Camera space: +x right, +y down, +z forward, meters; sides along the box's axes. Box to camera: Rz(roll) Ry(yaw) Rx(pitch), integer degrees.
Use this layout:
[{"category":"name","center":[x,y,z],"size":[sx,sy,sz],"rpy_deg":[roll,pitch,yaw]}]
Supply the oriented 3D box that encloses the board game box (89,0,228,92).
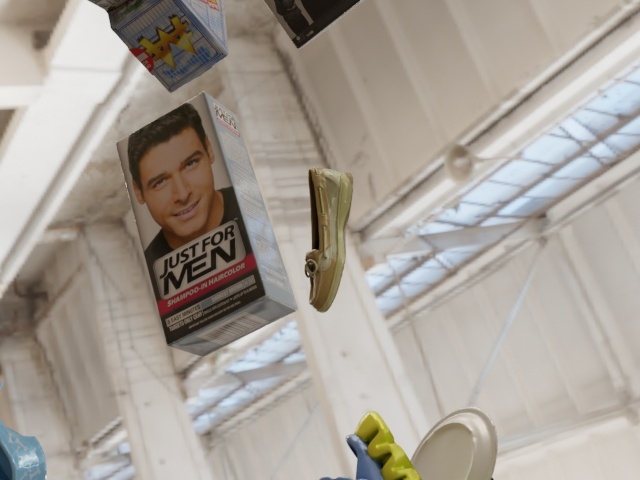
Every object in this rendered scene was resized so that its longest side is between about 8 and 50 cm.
[{"category":"board game box","center":[-0.138,-0.214,0.706],"size":[0.060,0.194,0.194],"rpy_deg":[-29,-116,25]}]

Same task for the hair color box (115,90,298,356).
[{"category":"hair color box","center":[-0.187,-0.027,1.579],"size":[0.185,0.113,0.375],"rpy_deg":[-27,-116,17]}]

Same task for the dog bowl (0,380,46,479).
[{"category":"dog bowl","center":[-0.617,0.358,1.777],"size":[0.166,0.074,0.297],"rpy_deg":[-39,-100,14]}]

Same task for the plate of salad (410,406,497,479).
[{"category":"plate of salad","center":[0.180,0.324,1.361],"size":[0.200,0.048,0.200],"rpy_deg":[-48,-157,28]}]

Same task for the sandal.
[{"category":"sandal","center":[0.095,0.370,1.228],"size":[0.317,0.138,0.126],"rpy_deg":[53,-8,41]}]

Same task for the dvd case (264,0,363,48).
[{"category":"dvd case","center":[-0.031,-0.414,1.369],"size":[0.179,0.029,0.239],"rpy_deg":[-33,-86,27]}]

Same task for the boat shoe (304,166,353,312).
[{"category":"boat shoe","center":[0.001,-0.001,1.049],"size":[0.056,0.048,0.153],"rpy_deg":[168,-68,-76]}]
